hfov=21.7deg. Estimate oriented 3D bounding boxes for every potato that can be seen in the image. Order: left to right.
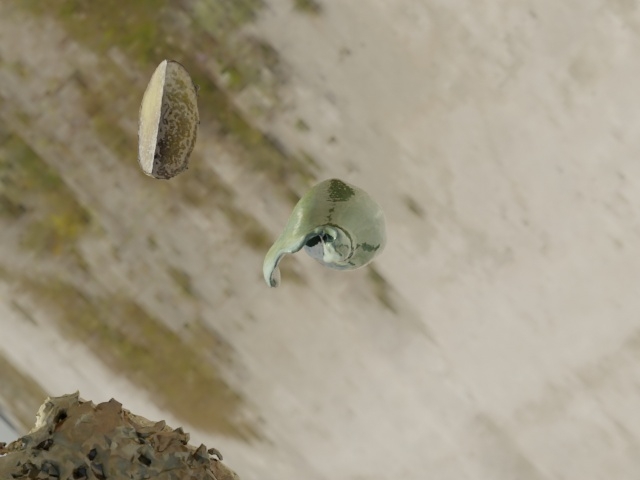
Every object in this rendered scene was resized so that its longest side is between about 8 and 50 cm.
[{"bbox_3d":[-0.116,-0.086,1.258,0.037,0.093,0.036,16,163,-37],"label":"potato"}]

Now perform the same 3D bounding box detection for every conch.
[{"bbox_3d":[0.000,-0.007,1.136,0.180,0.088,0.065,-47,-55,-79],"label":"conch"}]

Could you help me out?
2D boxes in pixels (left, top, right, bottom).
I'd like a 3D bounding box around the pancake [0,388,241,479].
[{"bbox_3d":[-0.163,0.257,0.997,0.382,0.382,0.071,43,143,3],"label":"pancake"}]
